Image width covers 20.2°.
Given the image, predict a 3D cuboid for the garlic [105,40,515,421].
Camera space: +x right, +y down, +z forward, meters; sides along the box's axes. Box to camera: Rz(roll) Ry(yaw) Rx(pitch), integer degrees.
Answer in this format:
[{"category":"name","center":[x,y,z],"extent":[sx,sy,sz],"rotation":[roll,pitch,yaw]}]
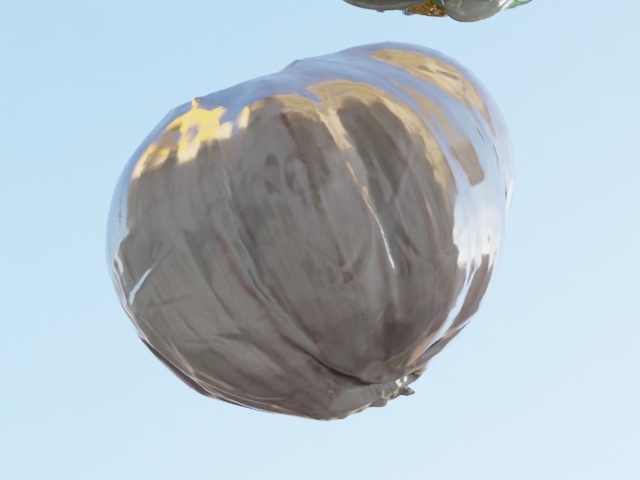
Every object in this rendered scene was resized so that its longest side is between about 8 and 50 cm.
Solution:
[{"category":"garlic","center":[0.000,0.000,1.310],"extent":[0.317,0.259,0.317],"rotation":[-17,-1,0]}]

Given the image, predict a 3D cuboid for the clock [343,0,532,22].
[{"category":"clock","center":[0.064,-0.189,0.959],"extent":[0.144,0.103,0.231],"rotation":[-15,-28,30]}]
